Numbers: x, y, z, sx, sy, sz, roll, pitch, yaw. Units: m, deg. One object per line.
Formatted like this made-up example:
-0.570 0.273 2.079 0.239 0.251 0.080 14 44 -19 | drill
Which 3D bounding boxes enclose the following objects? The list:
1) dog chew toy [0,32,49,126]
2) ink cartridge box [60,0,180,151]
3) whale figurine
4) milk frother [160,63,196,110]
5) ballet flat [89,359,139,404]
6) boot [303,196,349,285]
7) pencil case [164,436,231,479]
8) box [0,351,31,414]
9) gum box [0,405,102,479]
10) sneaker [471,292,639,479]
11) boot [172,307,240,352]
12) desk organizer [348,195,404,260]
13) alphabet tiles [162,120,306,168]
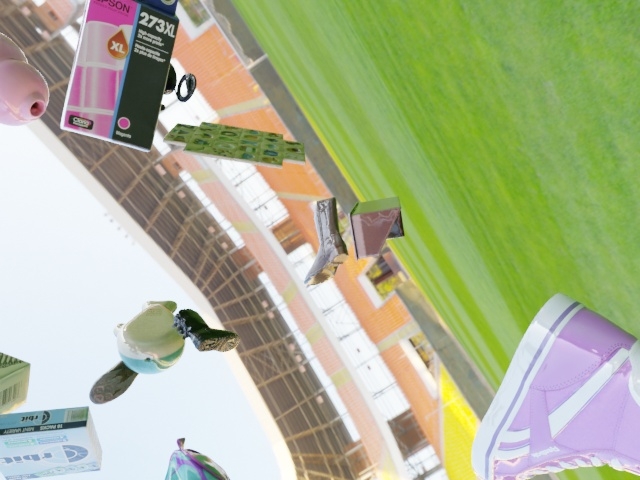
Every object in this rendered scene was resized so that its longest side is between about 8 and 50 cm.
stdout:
-0.687 -0.341 0.964 0.331 0.207 0.206 32 -179 9 | dog chew toy
-0.405 -0.388 1.012 0.175 0.371 0.069 11 -179 -34 | ink cartridge box
-0.464 0.267 1.368 0.272 0.216 0.141 -119 30 -65 | whale figurine
-0.386 -0.373 1.138 0.134 0.143 0.129 -28 -79 -56 | milk frother
-0.566 0.373 1.427 0.084 0.250 0.058 50 160 -20 | ballet flat
0.000 0.000 0.756 0.037 0.106 0.114 14 -133 -37 | boot
-0.142 0.258 0.423 0.070 0.152 0.064 32 163 15 | pencil case
-0.704 0.249 0.921 0.275 0.094 0.113 16 -167 9 | box
-0.473 0.354 0.842 0.041 0.156 0.184 -106 21 -43 | gum box
0.253 0.204 0.485 0.161 0.102 0.282 36 140 35 | sneaker
-0.231 0.180 0.983 0.099 0.045 0.121 37 -166 33 | boot
0.062 -0.017 0.517 0.130 0.050 0.047 -51 -48 -77 | desk organizer
-0.208 -0.247 1.237 0.285 0.342 0.011 -99 19 -63 | alphabet tiles
